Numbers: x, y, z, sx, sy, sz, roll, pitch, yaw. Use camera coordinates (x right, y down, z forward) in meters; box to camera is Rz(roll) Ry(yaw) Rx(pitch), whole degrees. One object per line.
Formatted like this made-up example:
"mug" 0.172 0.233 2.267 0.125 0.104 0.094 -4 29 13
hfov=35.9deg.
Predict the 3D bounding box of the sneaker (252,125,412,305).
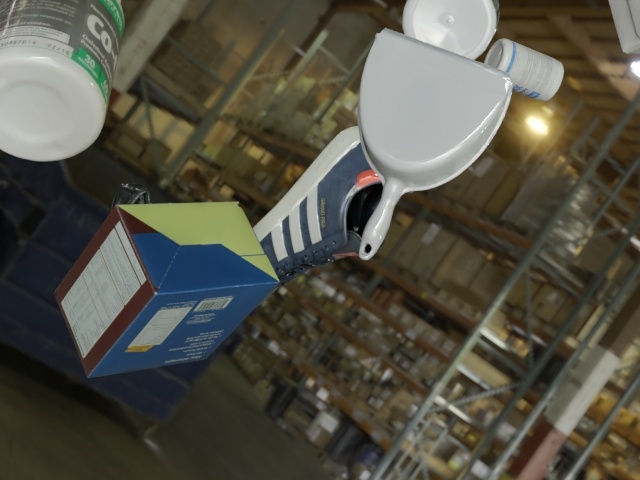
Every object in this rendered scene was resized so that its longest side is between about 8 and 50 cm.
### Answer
"sneaker" 0.000 0.000 1.482 0.148 0.350 0.131 47 23 21

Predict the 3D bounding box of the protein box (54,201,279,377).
"protein box" -0.205 0.063 1.300 0.200 0.201 0.136 -4 57 -44

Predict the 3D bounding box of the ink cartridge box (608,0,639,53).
"ink cartridge box" 0.554 -0.379 1.432 0.233 0.171 0.168 -8 -11 -32

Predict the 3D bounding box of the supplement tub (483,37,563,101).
"supplement tub" 0.314 -0.264 1.532 0.107 0.071 0.071 18 3 -18

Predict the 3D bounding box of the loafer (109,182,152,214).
"loafer" -0.352 0.007 1.784 0.076 0.223 0.078 6 7 -39

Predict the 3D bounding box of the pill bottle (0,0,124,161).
"pill bottle" -0.421 -0.311 1.558 0.204 0.204 0.361 38 33 -33

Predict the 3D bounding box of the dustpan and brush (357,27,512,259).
"dustpan and brush" 0.081 -0.081 0.956 0.147 0.211 0.060 24 -5 16

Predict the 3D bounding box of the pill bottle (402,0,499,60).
"pill bottle" 0.197 -0.330 1.449 0.130 0.130 0.245 36 20 -1
